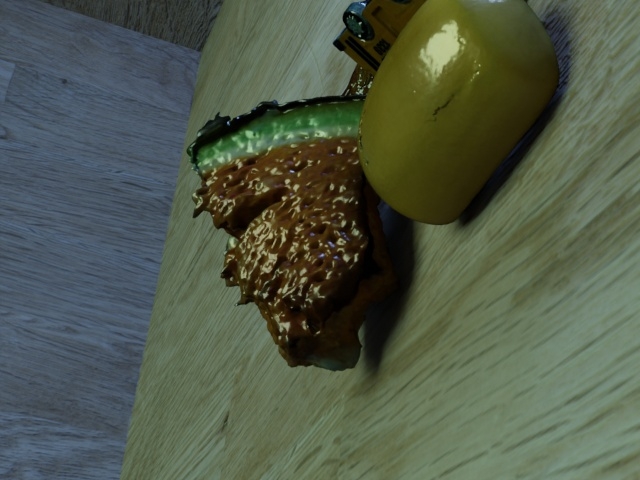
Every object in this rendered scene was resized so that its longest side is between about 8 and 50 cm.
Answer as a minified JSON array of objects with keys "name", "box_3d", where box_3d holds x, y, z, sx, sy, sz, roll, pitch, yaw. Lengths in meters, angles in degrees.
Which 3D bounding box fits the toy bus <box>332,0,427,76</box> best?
[{"name":"toy bus","box_3d":[0.101,-0.220,1.027,0.098,0.114,0.201,-50,7,-21]}]

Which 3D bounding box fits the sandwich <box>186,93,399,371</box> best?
[{"name":"sandwich","box_3d":[0.000,0.000,1.128,0.162,0.250,0.301,49,-149,-54]}]

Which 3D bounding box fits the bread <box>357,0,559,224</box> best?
[{"name":"bread","box_3d":[0.100,-0.113,0.904,0.147,0.098,0.217,58,143,27]}]

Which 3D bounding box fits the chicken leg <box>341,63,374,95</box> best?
[{"name":"chicken leg","box_3d":[0.060,-0.171,1.237,0.105,0.063,0.234,-103,34,-53]}]
